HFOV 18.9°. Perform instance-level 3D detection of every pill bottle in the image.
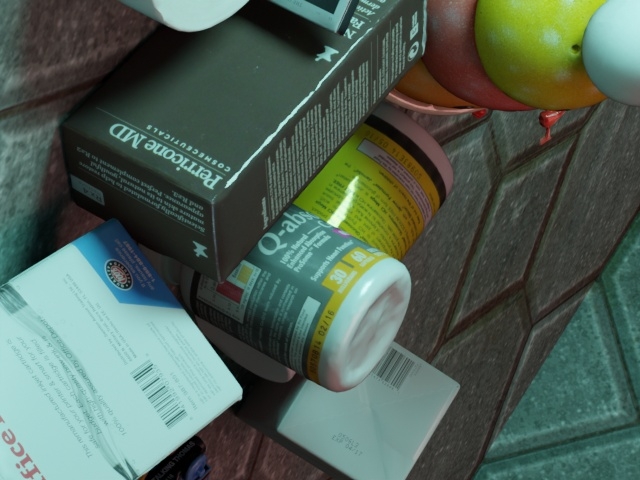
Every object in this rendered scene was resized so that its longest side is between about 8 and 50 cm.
[{"bbox_3d":[-0.053,0.038,2.122,0.162,0.278,0.162,-49,156,-31],"label":"pill bottle"},{"bbox_3d":[0.000,0.000,2.325,0.334,0.188,0.188,-53,157,-22],"label":"pill bottle"}]

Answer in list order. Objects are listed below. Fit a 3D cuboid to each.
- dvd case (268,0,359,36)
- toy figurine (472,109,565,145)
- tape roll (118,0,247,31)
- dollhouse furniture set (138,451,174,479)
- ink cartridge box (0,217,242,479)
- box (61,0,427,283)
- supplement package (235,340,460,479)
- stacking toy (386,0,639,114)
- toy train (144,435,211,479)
[{"bbox_3d":[-0.003,-0.346,1.903,0.029,0.179,0.239,6,110,-63],"label":"dvd case"},{"bbox_3d":[0.180,-0.301,2.461,0.362,0.217,0.191,19,120,-26],"label":"toy figurine"},{"bbox_3d":[-0.109,-0.340,1.778,0.286,0.100,0.286,-48,155,-32],"label":"tape roll"},{"bbox_3d":[-0.293,0.286,2.092,0.374,0.152,0.201,-48,-172,39],"label":"dollhouse furniture set"},{"bbox_3d":[-0.257,0.149,1.841,0.129,0.223,0.307,-35,180,41],"label":"ink cartridge box"},{"bbox_3d":[-0.071,-0.157,1.972,0.381,0.191,0.143,-51,156,-29],"label":"box"},{"bbox_3d":[0.029,0.208,2.501,0.175,0.177,0.293,-59,-169,-8],"label":"supplement package"},{"bbox_3d":[0.241,-0.247,2.079,0.350,0.480,0.351,-9,114,-20],"label":"stacking toy"},{"bbox_3d":[-0.208,0.318,2.398,0.184,0.080,0.105,-44,159,-38],"label":"toy train"}]
